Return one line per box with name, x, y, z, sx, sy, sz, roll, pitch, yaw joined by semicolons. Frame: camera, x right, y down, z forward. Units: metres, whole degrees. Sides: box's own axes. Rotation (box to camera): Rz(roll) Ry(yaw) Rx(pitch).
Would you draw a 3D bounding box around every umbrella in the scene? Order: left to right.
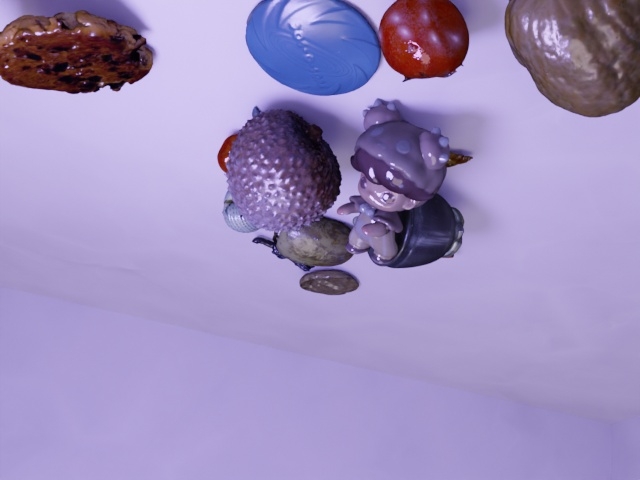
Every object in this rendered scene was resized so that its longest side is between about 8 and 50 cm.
umbrella;-0.123;0.039;2.156;0.248;0.071;0.071;27;151;-19

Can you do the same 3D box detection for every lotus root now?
lotus root;0.000;0.000;1.935;0.309;0.173;0.173;10;155;-13

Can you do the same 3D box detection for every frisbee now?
frisbee;-0.020;-0.389;1.265;0.289;0.049;0.289;10;154;5

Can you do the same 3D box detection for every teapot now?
teapot;0.248;-0.018;1.691;0.239;0.240;0.321;9;152;-24

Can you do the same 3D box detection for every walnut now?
walnut;0.433;-0.335;0.971;0.282;0.228;0.283;20;161;7

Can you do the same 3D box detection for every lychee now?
lychee;-0.091;-0.167;1.471;0.299;0.300;0.300;10;154;5

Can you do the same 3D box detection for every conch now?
conch;-0.203;-0.114;1.813;0.199;0.131;0.172;-18;122;1

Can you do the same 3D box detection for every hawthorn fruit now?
hawthorn fruit;-0.210;-0.227;1.615;0.125;0.140;0.125;0;121;0

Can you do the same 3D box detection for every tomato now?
tomato;0.184;-0.372;1.104;0.167;0.167;0.167;10;154;5

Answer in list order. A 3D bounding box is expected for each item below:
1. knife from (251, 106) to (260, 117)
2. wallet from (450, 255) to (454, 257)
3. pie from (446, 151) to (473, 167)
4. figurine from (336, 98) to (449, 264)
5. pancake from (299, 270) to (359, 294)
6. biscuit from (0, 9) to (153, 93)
knife;-0.131;-0.276;1.581;0.028;0.015;0.210;6;153;29
wallet;0.310;0.016;1.935;0.204;0.045;0.142;-2;151;27
pie;0.276;-0.208;1.519;0.191;0.033;0.088;15;162;0
figurine;0.165;-0.120;1.432;0.248;0.203;0.381;39;128;34
pancake;0.036;0.160;2.347;0.241;0.050;0.242;4;160;2
biscuit;-0.529;-0.405;1.311;0.289;0.081;0.334;-19;170;36
